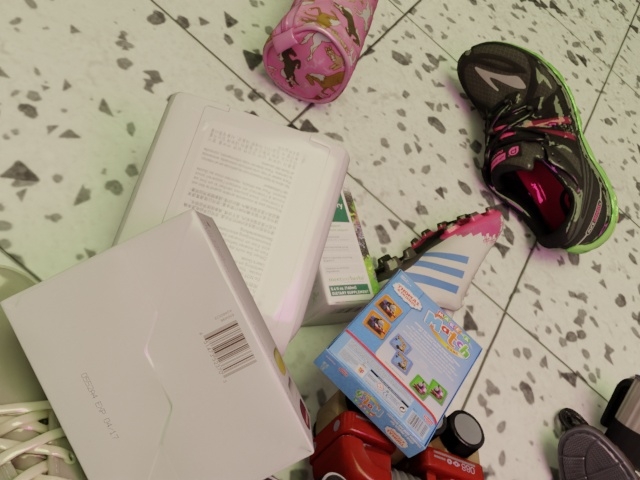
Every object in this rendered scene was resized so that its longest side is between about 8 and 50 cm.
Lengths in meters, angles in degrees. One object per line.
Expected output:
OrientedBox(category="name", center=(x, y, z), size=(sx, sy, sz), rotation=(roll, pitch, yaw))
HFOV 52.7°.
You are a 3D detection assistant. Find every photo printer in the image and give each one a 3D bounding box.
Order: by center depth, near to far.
OrientedBox(category="photo printer", center=(-0.120, -0.010, 0.828), size=(0.256, 0.107, 0.307), rotation=(17, 74, -6))

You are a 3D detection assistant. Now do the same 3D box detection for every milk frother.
OrientedBox(category="milk frother", center=(0.485, 0.279, 1.050), size=(0.143, 0.129, 0.134), rotation=(21, 98, -26))

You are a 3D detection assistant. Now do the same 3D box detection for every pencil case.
OrientedBox(category="pencil case", center=(0.017, -0.425, 1.185), size=(0.167, 0.160, 0.385), rotation=(21, 54, -8))

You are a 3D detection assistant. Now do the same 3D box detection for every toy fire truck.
OrientedBox(category="toy fire truck", center=(0.087, 0.327, 0.790), size=(0.217, 0.158, 0.246), rotation=(25, 38, -17))

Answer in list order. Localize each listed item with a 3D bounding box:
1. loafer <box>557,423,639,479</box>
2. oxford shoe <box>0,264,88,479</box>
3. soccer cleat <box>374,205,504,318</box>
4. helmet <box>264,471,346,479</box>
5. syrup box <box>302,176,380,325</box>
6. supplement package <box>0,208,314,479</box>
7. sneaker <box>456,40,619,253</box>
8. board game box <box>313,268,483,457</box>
OrientedBox(category="loafer", center=(0.466, 0.418, 1.001), size=(0.302, 0.109, 0.095), rotation=(60, 25, 7))
OrientedBox(category="oxford shoe", center=(-0.290, 0.216, 0.638), size=(0.169, 0.130, 0.449), rotation=(-5, 64, -31))
OrientedBox(category="soccer cleat", center=(0.199, 0.054, 1.051), size=(0.331, 0.116, 0.143), rotation=(-27, 94, -37))
OrientedBox(category="helmet", center=(-0.047, 0.326, 0.694), size=(0.162, 0.169, 0.169), rotation=(4, 59, -49))
OrientedBox(category="syrup box", center=(0.000, 0.000, 0.960), size=(0.093, 0.096, 0.236), rotation=(0, 64, -32))
OrientedBox(category="supplement package", center=(-0.154, 0.129, 0.672), size=(0.204, 0.145, 0.261), rotation=(-26, 91, -3))
OrientedBox(category="sneaker", center=(0.404, -0.195, 1.263), size=(0.202, 0.185, 0.482), rotation=(-12, 68, -40))
OrientedBox(category="board game box", center=(0.108, 0.146, 0.828), size=(0.160, 0.039, 0.211), rotation=(44, 41, 6))
